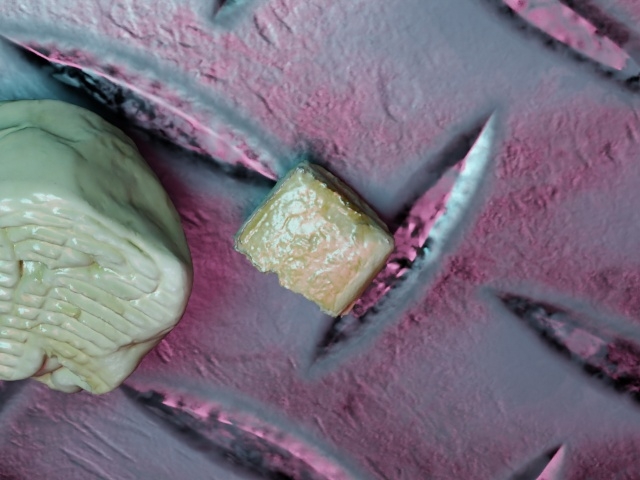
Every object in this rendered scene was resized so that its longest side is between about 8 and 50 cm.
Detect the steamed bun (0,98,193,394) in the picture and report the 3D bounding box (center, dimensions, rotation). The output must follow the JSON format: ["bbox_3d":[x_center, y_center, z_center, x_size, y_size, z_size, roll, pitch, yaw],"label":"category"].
[{"bbox_3d":[-0.267,0.003,1.329,0.276,0.203,0.289,37,121,-23],"label":"steamed bun"}]

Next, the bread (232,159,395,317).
[{"bbox_3d":[-0.001,-0.001,1.392,0.125,0.082,0.106,39,96,-4],"label":"bread"}]
